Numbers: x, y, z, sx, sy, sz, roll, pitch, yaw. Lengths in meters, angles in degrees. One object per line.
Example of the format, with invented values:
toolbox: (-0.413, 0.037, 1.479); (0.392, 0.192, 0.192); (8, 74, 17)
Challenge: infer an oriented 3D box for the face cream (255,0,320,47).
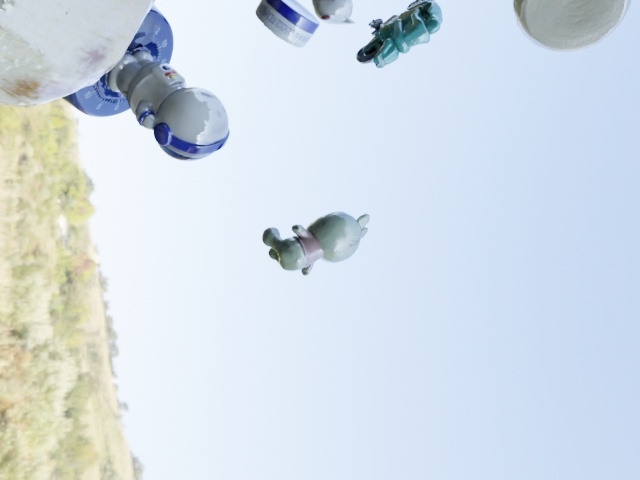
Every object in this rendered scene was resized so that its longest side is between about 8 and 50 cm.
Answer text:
face cream: (-0.112, -0.732, 2.237); (0.111, 0.206, 0.206); (-52, -138, 22)

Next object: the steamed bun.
steamed bun: (0.513, -0.512, 1.392); (0.145, 0.232, 0.231); (-76, -170, -47)

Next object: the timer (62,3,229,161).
timer: (-0.326, -0.288, 1.263); (0.383, 0.270, 0.270); (43, -45, 16)

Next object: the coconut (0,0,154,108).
coconut: (-0.378, -0.330, 0.804); (0.415, 0.416, 0.344); (33, -76, 58)

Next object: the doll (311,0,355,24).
doll: (0.028, -0.627, 1.703); (0.107, 0.111, 0.180); (176, -89, -68)

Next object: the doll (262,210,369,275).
doll: (0.000, 0.008, 1.654); (0.113, 0.275, 0.154); (-115, -164, -51)

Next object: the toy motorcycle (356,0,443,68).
toy motorcycle: (0.237, -0.571, 1.865); (0.198, 0.296, 0.109); (34, -18, 54)
